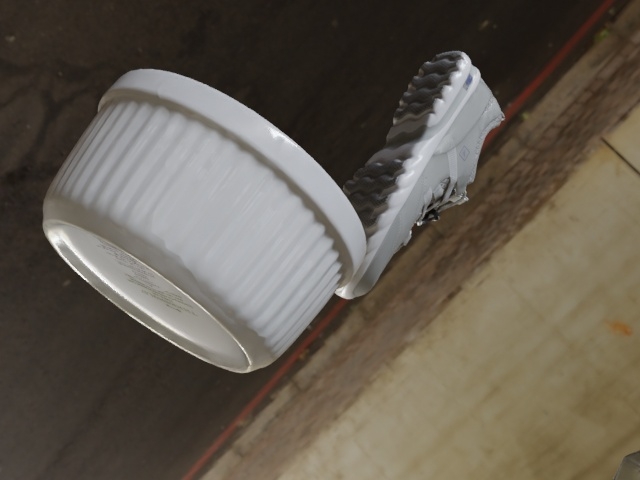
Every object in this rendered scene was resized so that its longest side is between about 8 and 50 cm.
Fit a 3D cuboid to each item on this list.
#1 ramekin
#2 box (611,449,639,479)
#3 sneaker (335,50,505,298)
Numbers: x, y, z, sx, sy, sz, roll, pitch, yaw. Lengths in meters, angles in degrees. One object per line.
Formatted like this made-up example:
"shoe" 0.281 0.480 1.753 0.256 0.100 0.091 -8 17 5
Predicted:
"ramekin" -0.084 -0.003 0.613 0.109 0.207 0.207 -55 170 -20
"box" 0.326 0.201 0.700 0.275 0.113 0.094 -5 119 -43
"sneaker" 0.106 -0.053 0.955 0.281 0.115 0.105 -57 -153 -6
